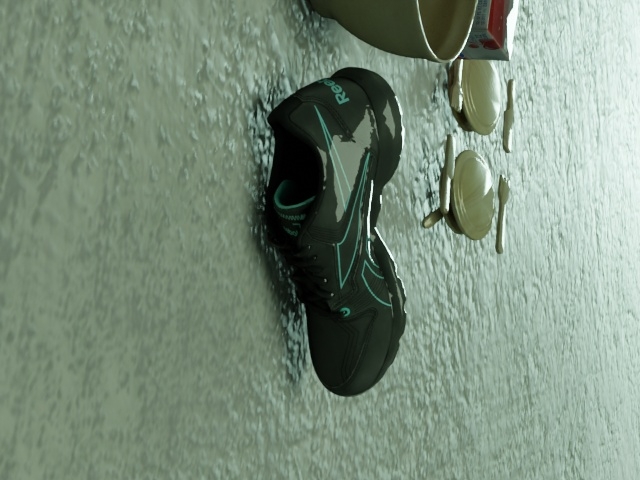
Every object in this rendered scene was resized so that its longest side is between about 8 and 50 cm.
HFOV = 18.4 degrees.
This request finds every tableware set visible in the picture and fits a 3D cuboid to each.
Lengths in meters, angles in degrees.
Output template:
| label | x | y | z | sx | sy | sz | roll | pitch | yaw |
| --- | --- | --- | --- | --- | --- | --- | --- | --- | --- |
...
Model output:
| label | x | y | z | sx | sy | sz | roll | pitch | yaw |
| --- | --- | --- | --- | --- | --- | --- | --- | --- | --- |
| tableware set | 0.139 | -0.092 | 1.911 | 0.128 | 0.039 | 0.194 | 33 | 57 | -52 |

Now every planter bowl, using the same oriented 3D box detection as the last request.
| label | x | y | z | sx | sy | sz | roll | pitch | yaw |
| --- | --- | --- | --- | --- | --- | --- | --- | --- | --- |
| planter bowl | 0.052 | -0.223 | 1.574 | 0.162 | 0.109 | 0.162 | 3 | 90 | -68 |

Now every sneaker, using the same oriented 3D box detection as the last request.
| label | x | y | z | sx | sy | sz | roll | pitch | yaw |
| --- | --- | --- | --- | --- | --- | --- | --- | --- | --- |
| sneaker | 0.000 | 0.000 | 1.544 | 0.106 | 0.101 | 0.267 | -19 | 114 | -43 |

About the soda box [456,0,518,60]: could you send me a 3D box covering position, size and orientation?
| label | x | y | z | sx | sy | sz | roll | pitch | yaw |
| --- | --- | --- | --- | --- | --- | --- | --- | --- | --- |
| soda box | 0.143 | -0.302 | 1.817 | 0.092 | 0.083 | 0.263 | 37 | 59 | -65 |
